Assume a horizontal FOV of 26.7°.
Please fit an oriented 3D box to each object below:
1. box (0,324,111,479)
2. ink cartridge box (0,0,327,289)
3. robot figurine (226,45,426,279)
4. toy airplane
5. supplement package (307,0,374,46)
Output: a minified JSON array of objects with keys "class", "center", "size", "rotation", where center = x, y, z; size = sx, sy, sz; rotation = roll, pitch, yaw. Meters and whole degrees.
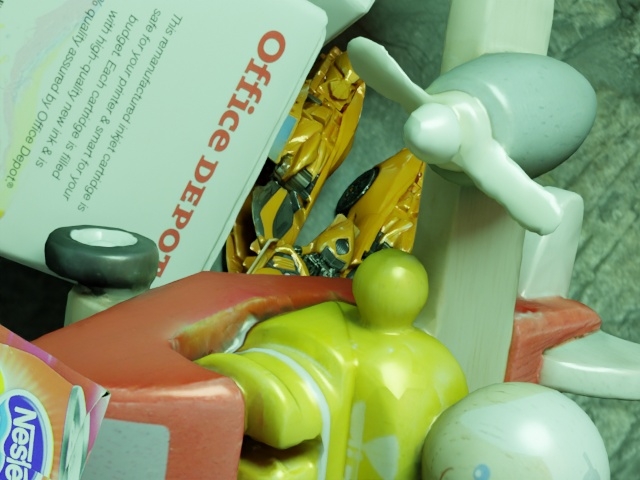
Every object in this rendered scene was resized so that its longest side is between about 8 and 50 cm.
[{"class":"box","center":[-0.215,0.118,0.545],"size":[0.128,0.257,0.122],"rotation":[35,47,-23]},{"class":"ink cartridge box","center":[-0.166,-0.103,0.749],"size":[0.278,0.117,0.201],"rotation":[23,98,-32]},{"class":"robot figurine","center":[0.000,0.000,0.936],"size":[0.211,0.085,0.291],"rotation":[41,45,-16]},{"class":"toy airplane","center":[0.062,0.088,0.716],"size":[0.384,0.272,0.386],"rotation":[-45,124,-13]},{"class":"supplement package","center":[-0.100,-0.255,0.919],"size":[0.293,0.177,0.175],"rotation":[43,42,-17]}]
